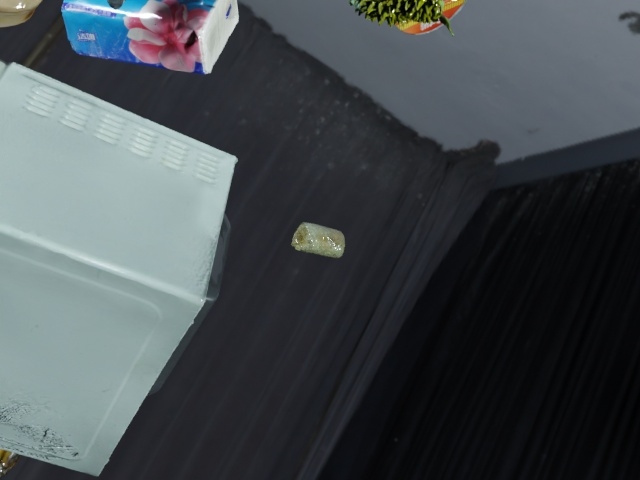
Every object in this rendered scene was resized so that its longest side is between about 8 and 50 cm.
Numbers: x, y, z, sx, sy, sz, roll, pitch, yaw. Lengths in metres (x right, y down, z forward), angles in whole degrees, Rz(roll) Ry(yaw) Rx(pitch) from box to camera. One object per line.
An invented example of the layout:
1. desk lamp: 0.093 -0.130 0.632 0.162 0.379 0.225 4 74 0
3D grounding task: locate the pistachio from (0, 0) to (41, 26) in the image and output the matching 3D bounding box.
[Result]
1. pistachio: -0.509 -0.374 1.118 0.206 0.130 0.131 2 -146 -20

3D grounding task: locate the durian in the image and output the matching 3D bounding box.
1. durian: 0.084 -0.348 1.044 0.220 0.095 0.137 45 178 45

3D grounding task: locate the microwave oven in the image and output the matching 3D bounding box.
1. microwave oven: -0.225 0.033 0.650 0.237 0.181 0.295 21 133 -16

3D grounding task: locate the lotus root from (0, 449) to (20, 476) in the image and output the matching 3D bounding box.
1. lotus root: -0.609 0.237 1.412 0.179 0.398 0.196 -12 152 13

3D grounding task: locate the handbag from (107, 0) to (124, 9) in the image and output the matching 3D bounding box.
1. handbag: -0.288 -0.488 1.118 0.088 0.175 0.271 3 120 2

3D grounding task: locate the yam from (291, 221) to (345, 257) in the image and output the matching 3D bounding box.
1. yam: 0.000 0.000 1.069 0.043 0.043 0.094 11 179 42

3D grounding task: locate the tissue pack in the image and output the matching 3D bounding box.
1. tissue pack: -0.306 -0.423 1.419 0.269 0.209 0.137 12 138 9

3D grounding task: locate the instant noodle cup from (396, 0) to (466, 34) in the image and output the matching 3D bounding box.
1. instant noodle cup: 0.144 -0.503 1.374 0.212 0.193 0.193 55 178 35
